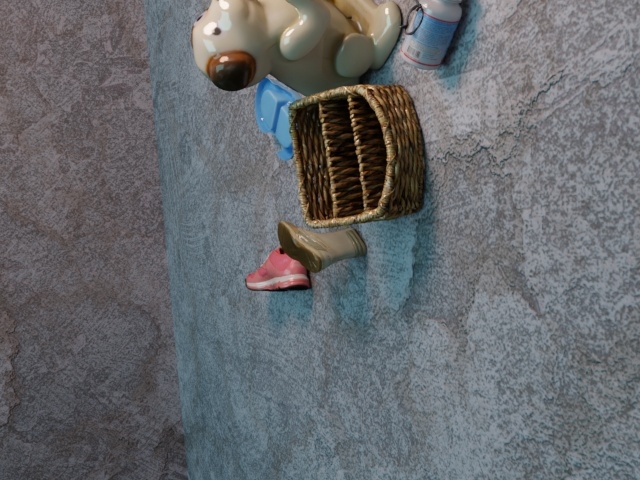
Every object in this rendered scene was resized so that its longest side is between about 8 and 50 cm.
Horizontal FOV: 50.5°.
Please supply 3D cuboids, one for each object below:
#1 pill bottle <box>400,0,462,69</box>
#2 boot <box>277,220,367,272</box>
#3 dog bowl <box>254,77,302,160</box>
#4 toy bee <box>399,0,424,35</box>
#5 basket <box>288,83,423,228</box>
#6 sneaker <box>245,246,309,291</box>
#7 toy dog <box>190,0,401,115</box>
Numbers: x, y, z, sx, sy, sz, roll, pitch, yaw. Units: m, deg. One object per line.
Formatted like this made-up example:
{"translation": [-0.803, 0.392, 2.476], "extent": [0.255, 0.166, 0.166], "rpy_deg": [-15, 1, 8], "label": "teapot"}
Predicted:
{"translation": [0.220, -0.419, 1.313], "extent": [0.087, 0.087, 0.160], "rpy_deg": [60, 144, 37], "label": "pill bottle"}
{"translation": [0.000, 0.000, 1.741], "extent": [0.213, 0.165, 0.077], "rpy_deg": [38, 135, 45], "label": "boot"}
{"translation": [-0.100, -0.352, 1.948], "extent": [0.297, 0.074, 0.166], "rpy_deg": [55, 142, 40], "label": "dog bowl"}
{"translation": [0.131, -0.559, 1.278], "extent": [0.195, 0.162, 0.298], "rpy_deg": [-53, 29, 40], "label": "toy bee"}
{"translation": [0.081, -0.185, 1.487], "extent": [0.213, 0.223, 0.299], "rpy_deg": [-9, 88, 62], "label": "basket"}
{"translation": [-0.129, 0.089, 2.098], "extent": [0.314, 0.116, 0.136], "rpy_deg": [-9, 78, 55], "label": "sneaker"}
{"translation": [-0.094, -0.461, 1.551], "extent": [0.285, 0.408, 0.395], "rpy_deg": [66, 147, 30], "label": "toy dog"}
